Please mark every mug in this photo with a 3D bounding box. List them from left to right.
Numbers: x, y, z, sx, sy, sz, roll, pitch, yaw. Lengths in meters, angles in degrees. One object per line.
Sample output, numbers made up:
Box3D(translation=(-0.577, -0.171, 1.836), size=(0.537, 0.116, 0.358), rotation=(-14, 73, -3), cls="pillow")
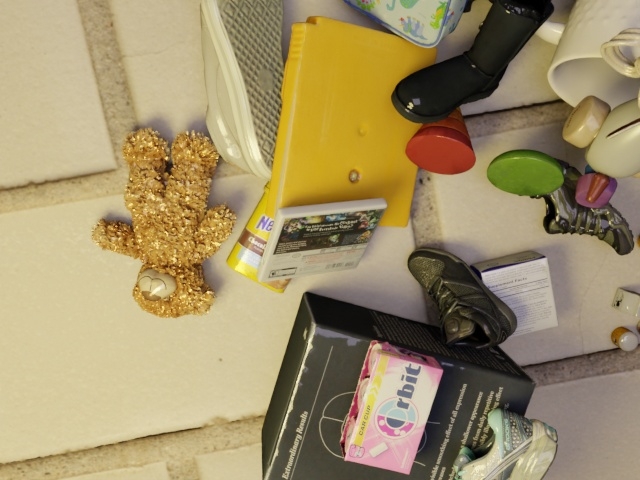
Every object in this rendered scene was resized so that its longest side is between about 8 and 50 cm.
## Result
Box3D(translation=(0.518, -0.393, 1.154), size=(0.374, 0.276, 0.328), rotation=(22, 86, 21), cls="mug")

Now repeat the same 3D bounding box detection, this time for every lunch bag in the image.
Box3D(translation=(0.132, -0.420, 1.117), size=(0.219, 0.176, 0.090), rotation=(36, 56, 18), cls="lunch bag")

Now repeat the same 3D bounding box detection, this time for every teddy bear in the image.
Box3D(translation=(-0.264, -0.027, 1.203), size=(0.245, 0.113, 0.338), rotation=(19, 97, -6), cls="teddy bear")

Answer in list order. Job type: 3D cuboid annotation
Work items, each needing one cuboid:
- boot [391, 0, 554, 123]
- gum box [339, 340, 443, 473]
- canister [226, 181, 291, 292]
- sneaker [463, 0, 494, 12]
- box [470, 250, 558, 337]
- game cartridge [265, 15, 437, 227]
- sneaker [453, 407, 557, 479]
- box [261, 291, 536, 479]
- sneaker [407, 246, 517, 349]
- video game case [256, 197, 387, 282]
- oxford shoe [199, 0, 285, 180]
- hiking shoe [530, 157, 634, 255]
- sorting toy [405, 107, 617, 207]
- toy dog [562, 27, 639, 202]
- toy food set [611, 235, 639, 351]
Box3D(translation=(0.241, -0.303, 1.119), size=(0.246, 0.207, 0.094), rotation=(-23, 67, -32), cls="boot")
Box3D(translation=(0.110, 0.256, 1.097), size=(0.107, 0.062, 0.188), rotation=(15, 98, -8), cls="gum box")
Box3D(translation=(-0.076, -0.007, 1.243), size=(0.126, 0.073, 0.170), rotation=(28, 98, -11), cls="canister")
Box3D(translation=(0.321, -0.459, 1.153), size=(0.276, 0.097, 0.135), rotation=(-20, 119, 7), cls="sneaker")
Box3D(translation=(0.358, 0.101, 1.304), size=(0.126, 0.072, 0.137), rotation=(-13, 102, -2), cls="box")
Box3D(translation=(0.056, -0.187, 1.175), size=(0.285, 0.052, 0.324), rotation=(3, 99, -36), cls="game cartridge")
Box3D(translation=(0.260, 0.396, 1.132), size=(0.122, 0.110, 0.283), rotation=(28, 94, 7), cls="sneaker")
Box3D(translation=(0.121, 0.299, 1.246), size=(0.395, 0.212, 0.293), rotation=(16, 98, -9), cls="box")
Box3D(translation=(0.229, 0.103, 1.232), size=(0.227, 0.130, 0.087), rotation=(45, 126, 17), cls="sneaker")
Box3D(translation=(0.000, 0.000, 1.170), size=(0.190, 0.022, 0.173), rotation=(-7, 144, -25), cls="video game case")
Box3D(translation=(-0.139, -0.316, 1.155), size=(0.169, 0.130, 0.449), rotation=(-19, 104, -45), cls="oxford shoe")
Box3D(translation=(0.469, -0.042, 1.292), size=(0.227, 0.086, 0.114), rotation=(45, 100, -1), cls="hiking shoe")
Box3D(translation=(0.334, -0.164, 1.212), size=(0.365, 0.127, 0.126), rotation=(14, 67, -1), cls="sorting toy")
Box3D(translation=(0.477, -0.146, 1.037), size=(0.220, 0.334, 0.161), rotation=(20, 80, 13), cls="toy dog")
Box3D(translation=(0.633, 0.109, 1.315), size=(0.111, 0.104, 0.232), rotation=(15, 98, -8), cls="toy food set")
